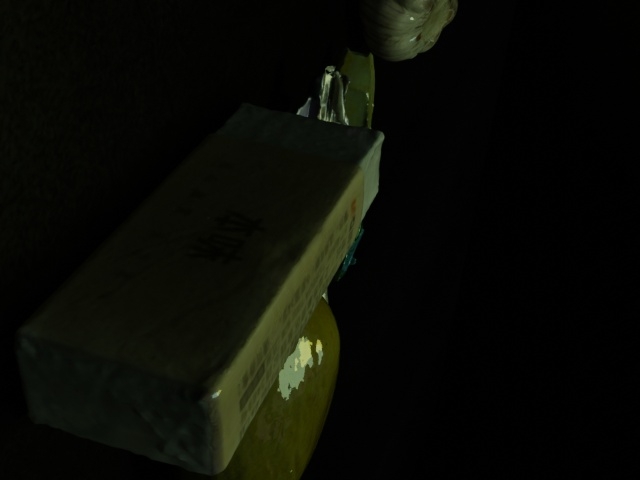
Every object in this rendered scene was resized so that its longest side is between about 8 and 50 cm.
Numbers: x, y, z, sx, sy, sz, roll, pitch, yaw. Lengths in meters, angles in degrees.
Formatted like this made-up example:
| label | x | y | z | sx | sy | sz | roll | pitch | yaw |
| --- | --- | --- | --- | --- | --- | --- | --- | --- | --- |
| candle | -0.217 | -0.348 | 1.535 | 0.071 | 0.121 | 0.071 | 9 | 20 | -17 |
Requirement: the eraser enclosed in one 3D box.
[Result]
| label | x | y | z | sx | sy | sz | roll | pitch | yaw |
| --- | --- | --- | --- | --- | --- | --- | --- | --- | --- |
| eraser | -0.066 | 0.010 | 0.658 | 0.343 | 0.144 | 0.078 | -59 | 157 | -50 |

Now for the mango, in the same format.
| label | x | y | z | sx | sy | sz | roll | pitch | yaw |
| --- | --- | --- | --- | --- | --- | --- | --- | --- | --- |
| mango | -0.067 | 0.169 | 0.845 | 0.195 | 0.142 | 0.331 | -51 | 160 | -48 |

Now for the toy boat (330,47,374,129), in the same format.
| label | x | y | z | sx | sy | sz | roll | pitch | yaw |
| --- | --- | --- | --- | --- | --- | --- | --- | --- | --- |
| toy boat | 0.028 | -0.138 | 1.034 | 0.066 | 0.065 | 0.172 | -90 | -171 | -62 |

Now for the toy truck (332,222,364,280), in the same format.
| label | x | y | z | sx | sy | sz | roll | pitch | yaw |
| --- | --- | --- | --- | --- | --- | --- | --- | --- | --- |
| toy truck | 0.000 | 0.000 | 1.047 | 0.175 | 0.067 | 0.081 | 27 | 79 | -75 |

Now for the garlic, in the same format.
| label | x | y | z | sx | sy | sz | roll | pitch | yaw |
| --- | --- | --- | --- | --- | --- | --- | --- | --- | --- |
| garlic | 0.102 | -0.291 | 1.080 | 0.159 | 0.102 | 0.147 | -22 | 140 | -58 |

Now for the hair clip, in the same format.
| label | x | y | z | sx | sy | sz | roll | pitch | yaw |
| --- | --- | --- | --- | --- | --- | --- | --- | --- | --- |
| hair clip | -0.014 | -0.033 | 0.900 | 0.106 | 0.085 | 0.292 | -5 | 109 | -37 |
